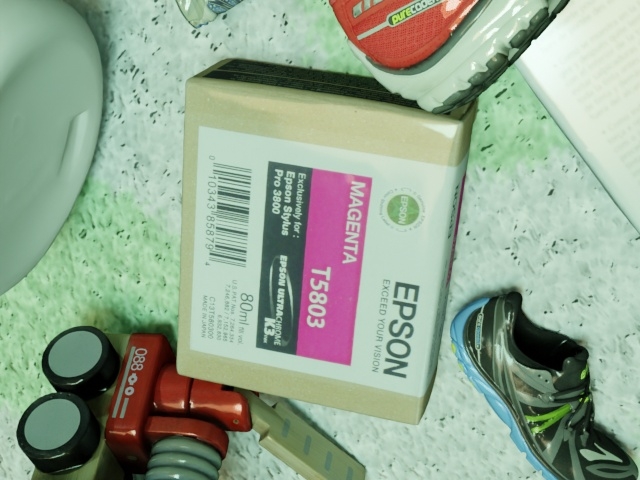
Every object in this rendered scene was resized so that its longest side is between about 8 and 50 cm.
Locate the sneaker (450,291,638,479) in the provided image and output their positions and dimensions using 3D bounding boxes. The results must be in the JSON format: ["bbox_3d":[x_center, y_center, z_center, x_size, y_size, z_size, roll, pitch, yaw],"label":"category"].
[{"bbox_3d":[0.175,0.117,0.653,0.078,0.067,0.188,-37,95,31],"label":"sneaker"}]

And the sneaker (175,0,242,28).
[{"bbox_3d":[-0.087,-0.219,0.603,0.058,0.052,0.135,-20,104,4],"label":"sneaker"}]

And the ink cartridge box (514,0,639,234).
[{"bbox_3d":[0.212,-0.217,0.474,0.308,0.091,0.385,-37,98,17],"label":"ink cartridge box"}]

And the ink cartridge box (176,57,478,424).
[{"bbox_3d":[0.000,0.000,0.642,0.193,0.088,0.235,10,113,12],"label":"ink cartridge box"}]

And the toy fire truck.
[{"bbox_3d":[-0.097,0.192,0.688,0.246,0.217,0.159,0,140,9],"label":"toy fire truck"}]

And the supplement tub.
[{"bbox_3d":[-0.340,-0.107,0.612,0.316,0.228,0.228,21,115,6],"label":"supplement tub"}]

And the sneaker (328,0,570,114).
[{"bbox_3d":[0.105,-0.190,0.400,0.118,0.107,0.279,42,106,3],"label":"sneaker"}]
